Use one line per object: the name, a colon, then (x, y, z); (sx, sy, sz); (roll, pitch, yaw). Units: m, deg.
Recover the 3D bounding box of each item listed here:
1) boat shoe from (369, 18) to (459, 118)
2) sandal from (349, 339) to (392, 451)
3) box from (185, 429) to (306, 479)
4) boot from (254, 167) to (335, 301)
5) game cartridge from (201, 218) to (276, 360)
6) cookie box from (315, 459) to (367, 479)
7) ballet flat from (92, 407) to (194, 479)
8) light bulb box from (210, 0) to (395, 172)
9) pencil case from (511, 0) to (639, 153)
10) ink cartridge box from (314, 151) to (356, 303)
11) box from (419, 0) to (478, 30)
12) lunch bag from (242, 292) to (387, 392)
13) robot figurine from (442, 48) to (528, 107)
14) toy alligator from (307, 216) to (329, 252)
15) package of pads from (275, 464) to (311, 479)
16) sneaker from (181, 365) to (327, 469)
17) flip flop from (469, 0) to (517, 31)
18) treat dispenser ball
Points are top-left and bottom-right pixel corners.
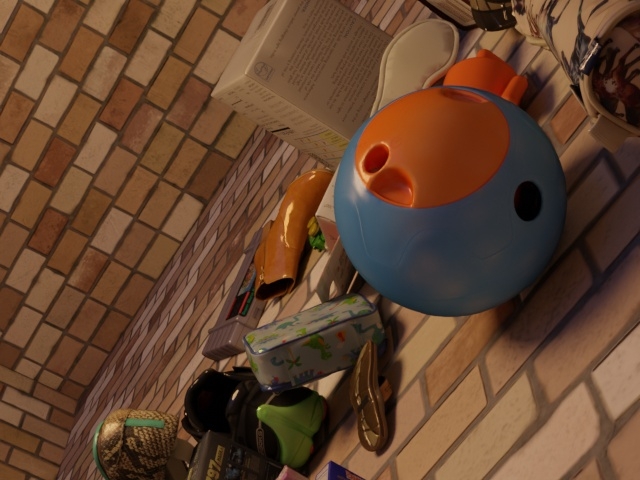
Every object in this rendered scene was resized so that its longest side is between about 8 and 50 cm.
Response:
boat shoe: (0.150, -0.235, 1.680); (0.099, 0.116, 0.319); (82, -155, -53)
sandal: (0.081, 0.231, 1.505); (0.072, 0.049, 0.180); (-56, 30, 39)
box: (-0.124, 0.424, 1.551); (0.059, 0.183, 0.232); (-49, 20, 36)
boot: (-0.053, -0.003, 2.259); (0.295, 0.104, 0.211); (-46, 31, 41)
game cartridge: (-0.171, 0.113, 2.482); (0.355, 0.068, 0.230); (-68, 13, -22)
cookie box: (0.037, 0.354, 1.336); (0.040, 0.092, 0.107); (-49, 19, 29)
ballet flat: (-0.233, 0.457, 1.747); (0.164, 0.182, 0.482); (-84, -14, -46)
light bulb box: (0.012, -0.307, 2.062); (0.225, 0.361, 0.358); (-61, 15, -7)
pencil case: (0.353, -0.265, 1.288); (0.183, 0.160, 0.410); (-41, 21, 16)
ink cartridge box: (0.033, 0.003, 1.798); (0.239, 0.060, 0.275); (-64, -14, -12)
box: (0.346, -0.600, 1.938); (0.381, 0.143, 0.191); (-60, 15, -2)
lunch bag: (-0.010, 0.160, 1.640); (0.219, 0.090, 0.176); (-20, 12, -10)
robot figurine: (0.241, -0.194, 1.576); (0.158, 0.128, 0.219); (2, 53, 23)
toy alligator: (0.000, 0.000, 2.131); (0.051, 0.056, 0.189); (-57, 16, 16)
package of pads: (-0.032, 0.377, 1.528); (0.050, 0.083, 0.032); (-55, 11, 10)
sneaker: (-0.151, 0.293, 1.827); (0.483, 0.202, 0.185); (-26, 38, 64)
flip flop: (0.345, -0.418, 1.725); (0.277, 0.080, 0.112); (5, 105, 59)
treat dispenser ball: (0.160, -0.049, 1.280); (0.288, 0.288, 0.288); (-54, 17, 25)
